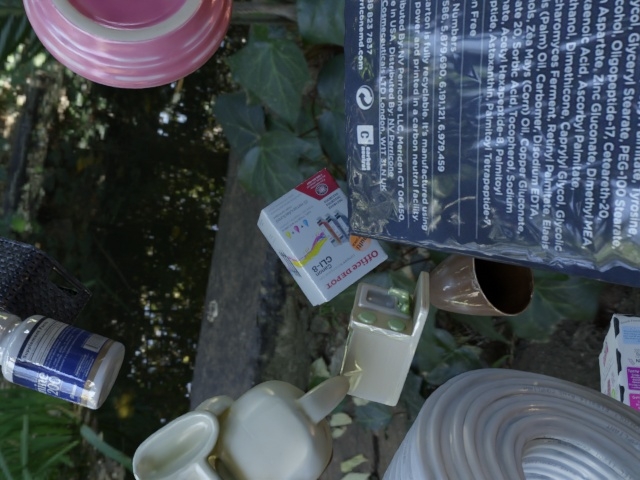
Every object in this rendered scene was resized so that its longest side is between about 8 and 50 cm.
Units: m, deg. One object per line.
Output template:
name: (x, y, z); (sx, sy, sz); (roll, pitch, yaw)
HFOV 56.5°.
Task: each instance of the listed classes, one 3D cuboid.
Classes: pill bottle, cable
pill bottle: (-0.256, 0.111, 0.568); (0.067, 0.120, 0.067); (-160, 90, -86)
cable: (0.170, 0.192, 0.397); (0.257, 0.257, 0.089); (43, 126, 43)

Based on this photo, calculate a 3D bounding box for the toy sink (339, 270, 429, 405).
toy sink: (0.118, 0.175, 1.170); (0.153, 0.131, 0.234); (-71, -5, -63)

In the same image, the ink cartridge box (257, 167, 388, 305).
ink cartridge box: (0.000, 0.000, 0.969); (0.176, 0.128, 0.127); (55, 167, 1)

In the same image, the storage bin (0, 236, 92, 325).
storage bin: (-0.409, 0.059, 0.773); (0.180, 0.122, 0.084); (11, 60, 25)

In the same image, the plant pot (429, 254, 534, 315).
plant pot: (0.390, 0.107, 1.548); (0.230, 0.215, 0.215); (-27, 65, 53)

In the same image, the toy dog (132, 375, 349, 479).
toy dog: (-0.111, 0.389, 1.154); (0.285, 0.408, 0.395); (36, 83, 12)

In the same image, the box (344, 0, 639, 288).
box: (0.352, -0.143, 0.580); (0.472, 0.480, 0.297); (10, 106, 47)

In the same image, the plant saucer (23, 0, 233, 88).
plant saucer: (-0.306, -0.413, 0.953); (0.084, 0.332, 0.332); (134, 134, -75)

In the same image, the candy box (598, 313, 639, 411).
candy box: (0.434, 0.239, 0.813); (0.071, 0.159, 0.233); (1, 58, 17)
